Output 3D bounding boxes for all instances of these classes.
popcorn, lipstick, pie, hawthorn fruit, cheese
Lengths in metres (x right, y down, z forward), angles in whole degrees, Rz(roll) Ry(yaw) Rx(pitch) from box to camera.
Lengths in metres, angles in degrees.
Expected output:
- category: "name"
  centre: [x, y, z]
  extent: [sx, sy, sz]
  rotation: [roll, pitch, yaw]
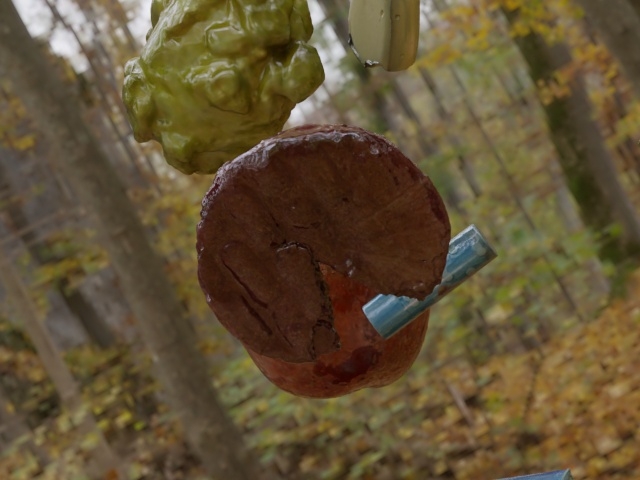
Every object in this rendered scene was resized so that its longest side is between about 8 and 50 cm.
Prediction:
- category: "popcorn"
  centre: [-0.104, -0.217, 1.772]
  extent: [0.235, 0.242, 0.250]
  rotation: [13, -34, -44]
- category: "lipstick"
  centre: [0.122, 0.046, 1.683]
  extent: [0.158, 0.048, 0.048]
  rotation: [-37, -10, 8]
- category: "pie"
  centre: [0.000, 0.000, 1.277]
  extent: [0.218, 0.204, 0.054]
  rotation: [-19, 23, 8]
- category: "hawthorn fruit"
  centre: [0.010, 0.066, 1.925]
  extent: [0.284, 0.284, 0.284]
  rotation: [-28, -9, -5]
- category: "cheese"
  centre: [0.085, -0.301, 1.748]
  extent: [0.050, 0.127, 0.255]
  rotation: [-12, -37, -19]

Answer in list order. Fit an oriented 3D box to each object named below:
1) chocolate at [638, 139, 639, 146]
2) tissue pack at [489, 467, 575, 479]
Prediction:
- category: "chocolate"
  centre: [0.451, -0.074, 1.137]
  extent: [0.289, 0.301, 0.137]
  rotation: [-37, -14, -23]
- category: "tissue pack"
  centre: [0.177, 0.391, 1.792]
  extent: [0.263, 0.146, 0.198]
  rotation: [-14, 24, 26]
